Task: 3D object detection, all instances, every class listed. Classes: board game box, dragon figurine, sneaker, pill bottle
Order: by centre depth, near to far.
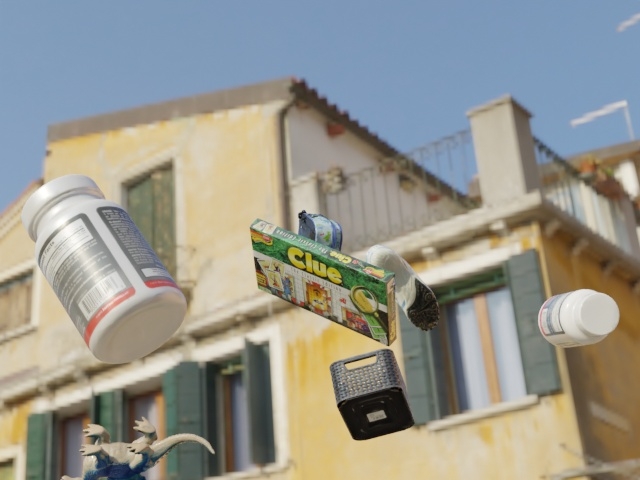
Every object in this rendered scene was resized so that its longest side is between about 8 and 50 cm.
[{"bbox_3d":[0.003,0.064,1.765,0.259,0.030,0.136,22,-46,29],"label":"board game box"},{"bbox_3d":[-0.311,0.375,1.866,0.289,0.085,0.144,-7,-56,-2],"label":"dragon figurine"},{"bbox_3d":[0.503,0.150,2.194,0.108,0.108,0.180,1,-8,-11],"label":"pill bottle"},{"bbox_3d":[-0.440,0.050,2.263,0.210,0.363,0.210,-29,-28,-17],"label":"pill bottle"},{"bbox_3d":[0.189,0.103,2.565,0.085,0.237,0.086,-38,14,0],"label":"sneaker"}]

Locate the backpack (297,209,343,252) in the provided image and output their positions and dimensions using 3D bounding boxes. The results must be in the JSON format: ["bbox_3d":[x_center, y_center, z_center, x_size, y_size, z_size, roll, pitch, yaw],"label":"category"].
[{"bbox_3d":[0.000,0.000,2.345,0.084,0.105,0.114,3,13,-17],"label":"backpack"}]

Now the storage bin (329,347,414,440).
[{"bbox_3d":[0.096,0.286,2.085,0.122,0.084,0.180,-16,-37,5],"label":"storage bin"}]
